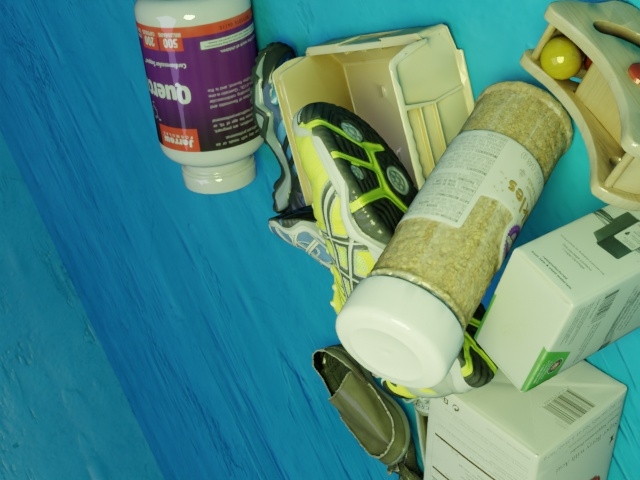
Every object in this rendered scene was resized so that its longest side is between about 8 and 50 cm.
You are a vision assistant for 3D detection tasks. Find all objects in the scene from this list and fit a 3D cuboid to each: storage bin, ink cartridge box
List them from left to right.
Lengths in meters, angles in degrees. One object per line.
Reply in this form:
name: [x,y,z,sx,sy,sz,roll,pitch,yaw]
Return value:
storage bin: [0.079,-0.136,1.276,0.262,0.123,0.260,9,119,55]
ink cartridge box: [0.282,0.049,1.013,0.087,0.208,0.153,50,145,30]

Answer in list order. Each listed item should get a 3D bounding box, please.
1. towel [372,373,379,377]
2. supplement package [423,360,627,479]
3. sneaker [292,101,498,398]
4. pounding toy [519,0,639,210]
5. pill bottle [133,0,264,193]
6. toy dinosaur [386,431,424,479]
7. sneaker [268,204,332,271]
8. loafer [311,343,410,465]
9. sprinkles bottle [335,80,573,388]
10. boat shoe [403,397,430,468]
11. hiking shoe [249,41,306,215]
towel: [0.098,0.127,1.528,0.144,0.029,0.197,-13,100,58]
supplement package: [0.255,0.291,1.253,0.175,0.178,0.292,33,138,39]
sneaker: [0.055,0.019,1.131,0.147,0.145,0.384,-31,83,34]
pounding toy: [0.294,-0.095,0.942,0.269,0.154,0.154,52,147,22]
pill bottle: [-0.184,-0.245,1.548,0.181,0.182,0.322,27,133,46]
toy dinosaur: [0.156,0.441,1.567,0.313,0.121,0.160,61,-172,34]
sneaker: [0.000,0.000,1.298,0.211,0.080,0.081,14,119,55]
loafer: [0.055,0.266,1.577,0.094,0.087,0.251,-57,45,18]
sprinkles bottle: [0.149,-0.016,1.016,0.121,0.355,0.121,24,148,16]
boat shoe: [0.184,0.276,1.428,0.118,0.103,0.320,16,124,53]
hiking shoe: [-0.013,-0.153,1.455,0.132,0.113,0.304,-3,108,30]
